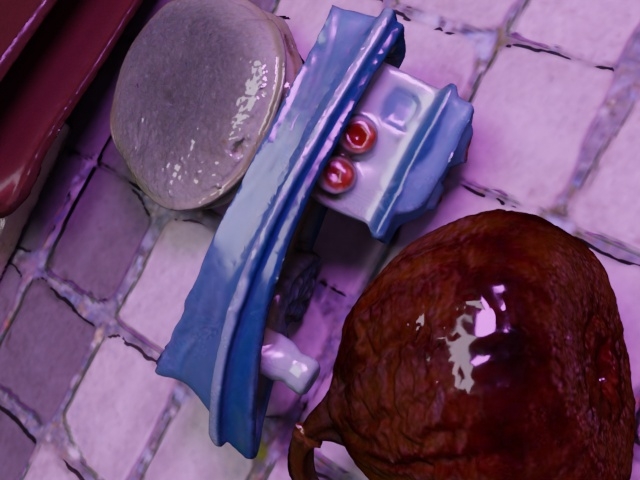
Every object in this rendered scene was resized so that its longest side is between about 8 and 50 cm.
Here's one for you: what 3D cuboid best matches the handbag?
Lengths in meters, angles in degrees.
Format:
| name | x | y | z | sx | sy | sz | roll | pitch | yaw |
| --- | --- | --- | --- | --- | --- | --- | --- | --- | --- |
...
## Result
| name | x | y | z | sx | sy | sz | roll | pitch | yaw |
| --- | --- | --- | --- | --- | --- | --- | --- | --- | --- |
| handbag | -0.249 | -0.155 | 0.863 | 0.276 | 0.084 | 0.260 | 10 | 67 | 41 |

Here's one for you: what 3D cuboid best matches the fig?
| name | x | y | z | sx | sy | sz | roll | pitch | yaw |
| --- | --- | --- | --- | --- | --- | --- | --- | --- | --- |
| fig | 0.042 | 0.067 | 0.561 | 0.201 | 0.134 | 0.146 | -13 | 55 | 42 |

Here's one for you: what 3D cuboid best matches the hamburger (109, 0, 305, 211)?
| name | x | y | z | sx | sy | sz | roll | pitch | yaw |
| --- | --- | --- | --- | --- | --- | --- | --- | --- | --- |
| hamburger | -0.065 | -0.082 | 0.737 | 0.133 | 0.062 | 0.140 | -51 | 52 | 13 |

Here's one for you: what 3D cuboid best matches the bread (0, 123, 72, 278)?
| name | x | y | z | sx | sy | sz | roll | pitch | yaw |
| --- | --- | --- | --- | --- | --- | --- | --- | --- | --- |
| bread | -0.229 | -0.026 | 0.857 | 0.068 | 0.028 | 0.153 | 25 | 89 | 38 |

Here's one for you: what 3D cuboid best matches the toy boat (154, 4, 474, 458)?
| name | x | y | z | sx | sy | sz | roll | pitch | yaw |
| --- | --- | --- | --- | --- | --- | --- | --- | --- | --- |
| toy boat | 0.000 | 0.000 | 0.640 | 0.098 | 0.109 | 0.237 | 27 | 88 | 6 |
